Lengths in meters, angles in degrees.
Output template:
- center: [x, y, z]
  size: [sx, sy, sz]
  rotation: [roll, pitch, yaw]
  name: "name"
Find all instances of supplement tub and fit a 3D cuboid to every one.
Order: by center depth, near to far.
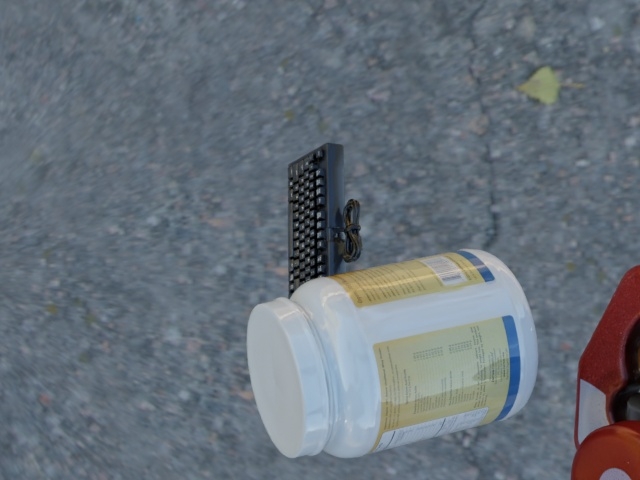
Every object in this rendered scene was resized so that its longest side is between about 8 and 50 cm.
- center: [0.055, 0.091, 1.088]
  size: [0.199, 0.144, 0.144]
  rotation: [-10, 92, -21]
  name: "supplement tub"

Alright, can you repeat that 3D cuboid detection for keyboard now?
- center: [0.000, 0.000, 1.259]
  size: [0.023, 0.108, 0.180]
  rotation: [13, 67, -38]
  name: "keyboard"

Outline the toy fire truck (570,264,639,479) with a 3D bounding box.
- center: [0.326, 0.114, 1.030]
  size: [0.169, 0.302, 0.254]
  rotation: [-6, 103, -40]
  name: "toy fire truck"
